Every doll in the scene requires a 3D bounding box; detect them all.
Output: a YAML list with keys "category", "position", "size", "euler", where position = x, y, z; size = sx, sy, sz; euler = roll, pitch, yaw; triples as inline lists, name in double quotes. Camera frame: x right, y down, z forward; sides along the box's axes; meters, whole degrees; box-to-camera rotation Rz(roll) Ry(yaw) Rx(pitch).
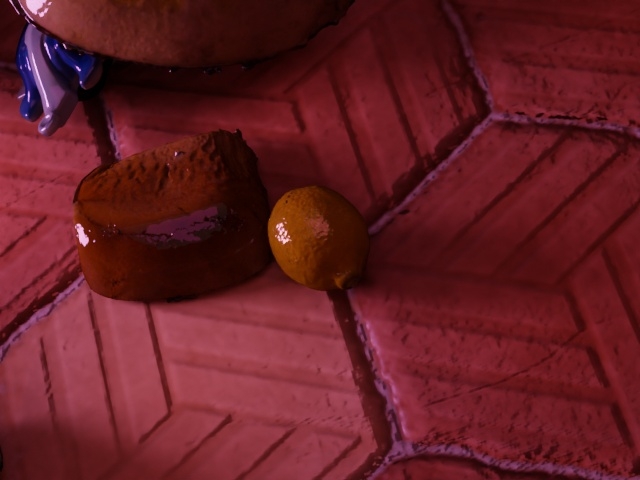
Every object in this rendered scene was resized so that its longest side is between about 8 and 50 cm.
- category: "doll"
  position: [-0.174, -0.146, 1.395]
  size: [0.096, 0.070, 0.195]
  euler: [-26, 41, 33]

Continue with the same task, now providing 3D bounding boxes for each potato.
- category: "potato"
  position: [-0.076, -0.189, 1.332]
  size: [0.261, 0.100, 0.120]
  euler: [-7, 53, -16]

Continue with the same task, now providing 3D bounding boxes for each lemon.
- category: "lemon"
  position: [0.000, 0.000, 1.240]
  size: [0.062, 0.062, 0.083]
  euler: [-29, 56, -9]

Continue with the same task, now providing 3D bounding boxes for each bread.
- category: "bread"
  position: [-0.099, -0.021, 1.294]
  size: [0.129, 0.044, 0.126]
  euler: [-15, 50, 6]

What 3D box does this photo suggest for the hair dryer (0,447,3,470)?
- category: "hair dryer"
  position: [-0.320, 0.087, 1.259]
  size: [0.196, 0.078, 0.248]
  euler: [-21, 42, -2]
